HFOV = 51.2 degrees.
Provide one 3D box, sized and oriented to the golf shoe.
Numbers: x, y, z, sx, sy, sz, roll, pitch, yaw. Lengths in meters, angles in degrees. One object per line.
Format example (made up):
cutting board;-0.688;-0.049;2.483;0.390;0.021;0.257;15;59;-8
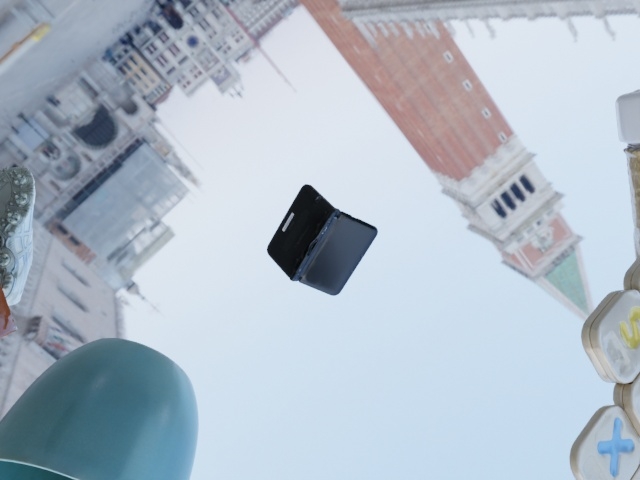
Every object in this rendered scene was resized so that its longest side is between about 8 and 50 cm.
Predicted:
golf shoe;-0.386;-0.003;0.825;0.086;0.069;0.176;98;-4;-70

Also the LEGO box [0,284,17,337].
LEGO box;-0.569;0.102;0.501;0.372;0.193;0.500;-15;-173;19

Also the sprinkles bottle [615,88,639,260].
sprinkles bottle;0.388;0.016;0.688;0.121;0.356;0.121;-10;-171;2

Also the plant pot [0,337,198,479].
plant pot;-0.313;0.287;0.972;0.293;0.293;0.235;-24;-147;36

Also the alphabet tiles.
alphabet tiles;0.316;0.152;0.554;0.278;0.284;0.021;-37;-170;-31

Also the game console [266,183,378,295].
game console;0.000;0.000;0.936;0.107;0.071;0.122;45;-66;34
